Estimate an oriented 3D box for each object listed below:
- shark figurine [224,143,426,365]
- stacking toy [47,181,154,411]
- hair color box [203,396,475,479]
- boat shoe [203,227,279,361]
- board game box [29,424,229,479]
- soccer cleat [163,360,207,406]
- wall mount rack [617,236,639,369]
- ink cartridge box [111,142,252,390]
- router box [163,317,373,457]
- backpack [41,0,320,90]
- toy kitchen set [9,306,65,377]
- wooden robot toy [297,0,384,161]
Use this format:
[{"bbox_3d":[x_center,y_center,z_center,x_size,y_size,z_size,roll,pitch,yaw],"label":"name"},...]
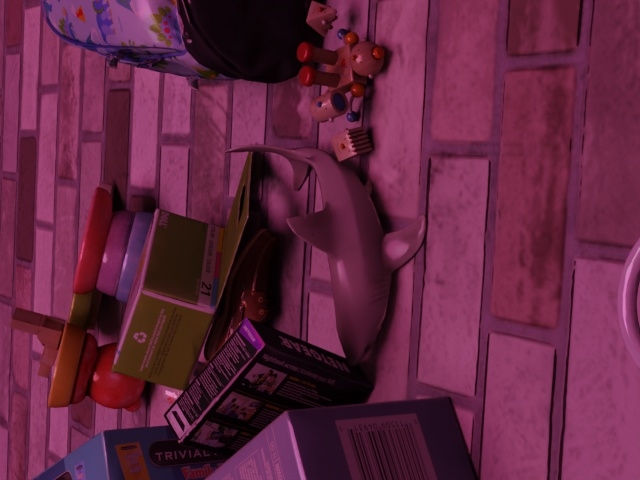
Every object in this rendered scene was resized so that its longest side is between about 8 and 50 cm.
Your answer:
[{"bbox_3d":[-0.001,-0.029,1.169,0.166,0.116,0.278,-53,50,40],"label":"shark figurine"},{"bbox_3d":[-0.292,0.075,1.659,0.279,0.130,0.309,-105,29,-69],"label":"stacking toy"},{"bbox_3d":[-0.030,0.284,1.141,0.374,0.185,0.114,-45,53,47],"label":"hair color box"},{"bbox_3d":[-0.080,0.073,1.342,0.060,0.064,0.178,25,105,18],"label":"boat shoe"},{"bbox_3d":[-0.192,0.288,1.325,0.336,0.253,0.079,-37,59,50],"label":"board game box"},{"bbox_3d":[-0.150,0.194,1.399,0.196,0.076,0.068,-154,67,-64],"label":"soccer cleat"},{"bbox_3d":[0.332,0.005,0.606,0.350,0.130,0.304,-54,46,42],"label":"wall mount rack"},{"bbox_3d":[-0.161,0.018,1.362,0.189,0.097,0.255,-92,20,-59],"label":"ink cartridge box"},{"bbox_3d":[-0.048,0.161,1.144,0.133,0.179,0.046,-49,48,12],"label":"router box"},{"bbox_3d":[-0.181,-0.325,1.351,0.355,0.273,0.290,-157,64,-67],"label":"backpack"},{"bbox_3d":[-0.413,0.139,1.653,0.068,0.075,0.083,-95,24,-62],"label":"toy kitchen set"},{"bbox_3d":[0.029,-0.173,1.165,0.079,0.076,0.173,-16,76,44],"label":"wooden robot toy"}]
